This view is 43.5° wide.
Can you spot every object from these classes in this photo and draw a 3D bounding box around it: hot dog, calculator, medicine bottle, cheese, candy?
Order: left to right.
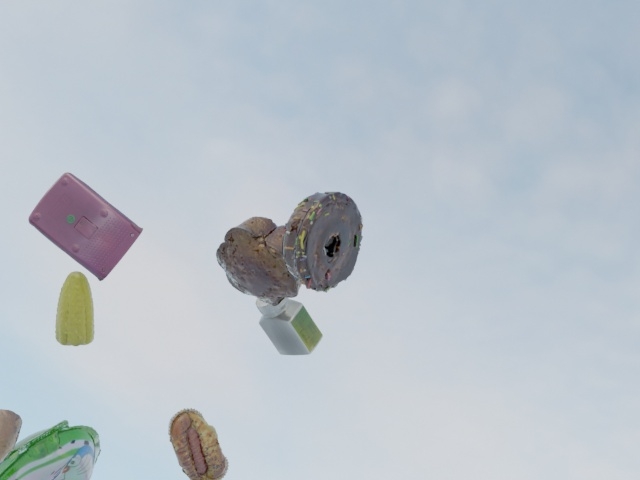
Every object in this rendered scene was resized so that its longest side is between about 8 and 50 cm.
[{"bbox_3d":[-0.403,0.371,1.151,0.083,0.203,0.321,37,-48,24],"label":"cheese"},{"bbox_3d":[-0.630,0.173,2.063,0.106,0.094,0.199,28,-61,48],"label":"candy"},{"bbox_3d":[-0.439,-0.028,1.489,0.190,0.127,0.034,38,-2,3],"label":"calculator"},{"bbox_3d":[-0.260,0.436,1.693,0.053,0.099,0.192,6,-57,52],"label":"hot dog"},{"bbox_3d":[-0.097,0.226,2.231,0.132,0.088,0.189,-6,-56,43],"label":"medicine bottle"}]

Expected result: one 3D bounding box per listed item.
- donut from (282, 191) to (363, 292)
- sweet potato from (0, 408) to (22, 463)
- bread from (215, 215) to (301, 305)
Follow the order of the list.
[{"bbox_3d":[0.000,0.000,1.795,0.089,0.235,0.235,17,-37,35],"label":"donut"},{"bbox_3d":[-0.391,0.309,0.846,0.067,0.281,0.059,-2,-42,9],"label":"sweet potato"},{"bbox_3d":[-0.141,0.061,2.025,0.232,0.135,0.247,33,-39,9],"label":"bread"}]
